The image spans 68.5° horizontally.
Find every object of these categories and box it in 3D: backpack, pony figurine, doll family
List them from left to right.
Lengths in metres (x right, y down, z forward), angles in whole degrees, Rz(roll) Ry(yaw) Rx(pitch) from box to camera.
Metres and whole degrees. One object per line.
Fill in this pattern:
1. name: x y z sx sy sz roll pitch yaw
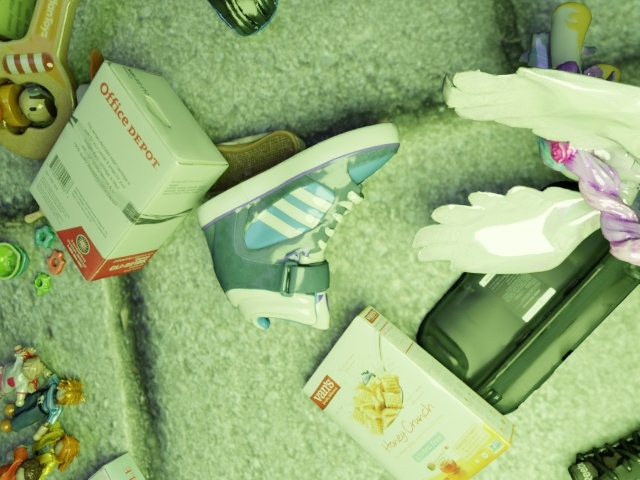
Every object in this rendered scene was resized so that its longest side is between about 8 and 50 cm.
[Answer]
1. doll family: -0.485 0.313 0.814 0.163 0.118 0.263 -25 64 20
2. backpack: -0.122 -0.385 0.727 0.098 0.101 0.120 -38 111 15
3. pony figurine: 0.298 -0.094 0.493 0.351 0.303 0.363 12 60 13

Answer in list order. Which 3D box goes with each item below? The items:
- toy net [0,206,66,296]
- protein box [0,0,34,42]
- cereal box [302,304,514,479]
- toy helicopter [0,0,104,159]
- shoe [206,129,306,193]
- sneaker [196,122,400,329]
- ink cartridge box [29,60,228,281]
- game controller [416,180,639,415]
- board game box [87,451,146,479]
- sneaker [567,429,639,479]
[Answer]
1. toy net: -0.501 -0.019 0.848 0.122 0.045 0.232 31 97 15
2. protein box: -0.635 -0.470 0.819 0.136 0.201 0.199 4 89 16
3. cereal box: 0.107 0.227 0.640 0.240 0.047 0.173 38 121 13
4. toy helicopter: -0.448 -0.302 0.790 0.235 0.140 0.355 24 107 -7
5. shoe: -0.123 -0.124 0.743 0.219 0.058 0.076 -9 104 21
6. sneaker: 0.000 0.000 0.675 0.323 0.130 0.236 -24 92 9
7. ink cartridge box: -0.302 -0.100 0.727 0.273 0.114 0.197 -43 78 27
8. game controller: 0.277 0.076 0.626 0.166 0.067 0.319 44 100 27
9. board game box: -0.358 0.581 0.777 0.318 0.066 0.318 -40 78 11
10. sneaker: 0.384 0.282 0.560 0.135 0.097 0.276 27 97 13
